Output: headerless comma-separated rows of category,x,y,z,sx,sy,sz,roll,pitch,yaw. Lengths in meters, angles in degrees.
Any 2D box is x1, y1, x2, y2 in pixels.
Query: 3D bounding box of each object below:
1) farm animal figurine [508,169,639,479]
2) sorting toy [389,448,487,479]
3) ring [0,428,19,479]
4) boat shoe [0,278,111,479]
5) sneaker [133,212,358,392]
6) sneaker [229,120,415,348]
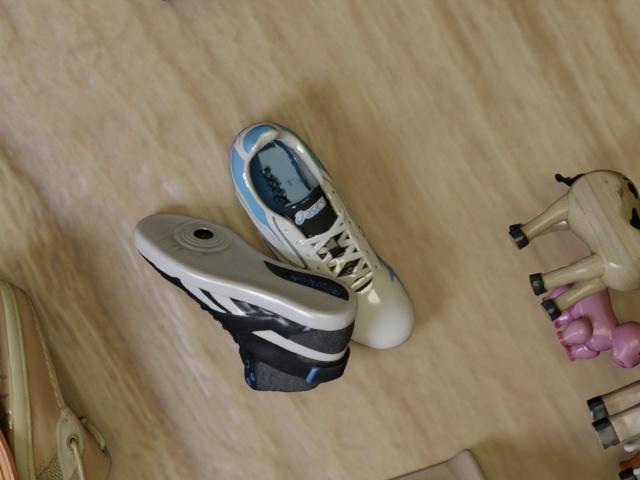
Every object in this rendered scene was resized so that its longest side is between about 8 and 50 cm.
farm animal figurine,0.304,0.113,1.417,0.172,0.327,0.330,-25,109,8
sorting toy,0.062,0.277,1.467,0.208,0.193,0.038,-21,122,-3
ring,-0.405,0.235,1.413,0.337,0.032,0.336,-1,86,8
boat shoe,-0.246,0.197,1.481,0.110,0.122,0.341,-9,94,-42
sneaker,-0.076,0.067,1.502,0.217,0.079,0.121,24,127,20
sneaker,0.000,0.000,1.504,0.085,0.086,0.237,-37,94,-5
